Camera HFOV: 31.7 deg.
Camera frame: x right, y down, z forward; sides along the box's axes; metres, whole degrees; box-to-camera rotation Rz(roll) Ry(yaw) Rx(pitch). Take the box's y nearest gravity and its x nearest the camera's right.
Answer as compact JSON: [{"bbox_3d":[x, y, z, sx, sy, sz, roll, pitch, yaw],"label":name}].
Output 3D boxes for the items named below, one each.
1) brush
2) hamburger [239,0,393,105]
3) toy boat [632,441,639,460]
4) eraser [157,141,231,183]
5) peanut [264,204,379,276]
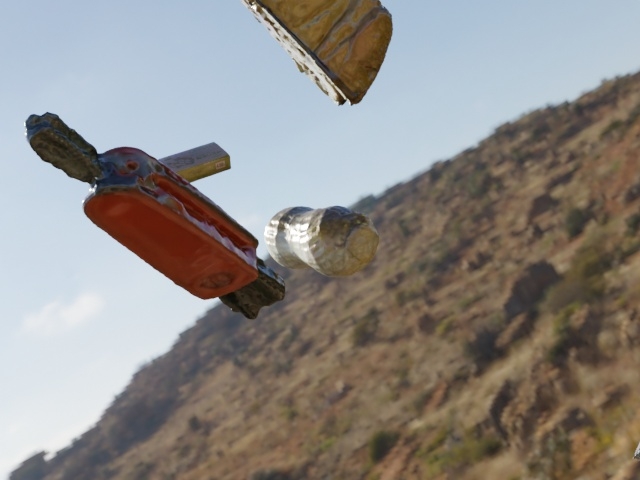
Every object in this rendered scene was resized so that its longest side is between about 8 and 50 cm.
[{"bbox_3d":[-0.131,-0.020,0.954,0.070,0.051,0.323,-21,-36,21],"label":"brush"},{"bbox_3d":[-0.032,-0.256,1.072,0.131,0.262,0.124,-46,12,-2],"label":"hamburger"},{"bbox_3d":[0.331,0.185,0.946,0.034,0.122,0.096,-55,-21,-33],"label":"toy boat"},{"bbox_3d":[-0.134,-0.073,1.118,0.083,0.038,0.019,-20,-51,-26],"label":"eraser"},{"bbox_3d":[0.000,0.000,1.390,0.087,0.087,0.206,-26,15,-28],"label":"peanut"}]
